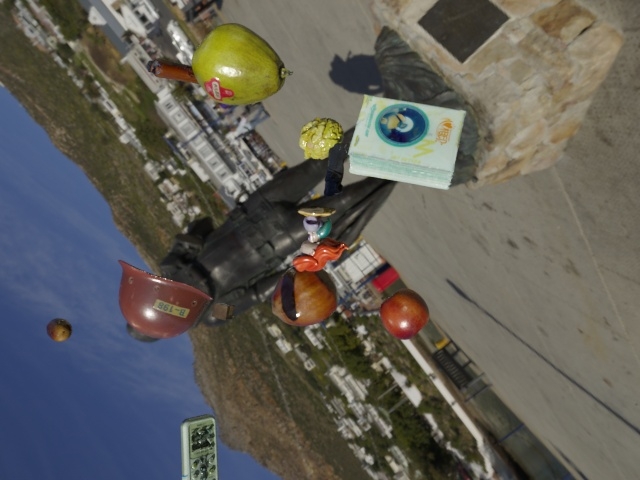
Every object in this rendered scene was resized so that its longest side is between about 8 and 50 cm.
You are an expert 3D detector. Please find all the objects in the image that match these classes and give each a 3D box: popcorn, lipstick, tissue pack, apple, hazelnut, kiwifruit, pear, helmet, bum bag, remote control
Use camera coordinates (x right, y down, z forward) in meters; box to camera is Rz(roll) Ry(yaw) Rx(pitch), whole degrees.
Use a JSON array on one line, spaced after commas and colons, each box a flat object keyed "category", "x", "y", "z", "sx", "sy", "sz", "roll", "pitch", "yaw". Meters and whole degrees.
[{"category": "popcorn", "x": -0.002, "y": -0.553, "z": 2.499, "sx": 0.212, "sy": 0.259, "sz": 0.259, "roll": 58, "pitch": 177, "yaw": -39}, {"category": "lipstick", "x": -0.482, "y": -0.653, "z": 1.848, "sx": 0.418, "sy": 0.077, "sz": 0.077, "roll": -8, "pitch": -128, "yaw": -46}, {"category": "tissue pack", "x": 0.321, "y": -0.371, "z": 1.747, "sx": 0.388, "sy": 0.287, "sz": 0.162, "roll": 12, "pitch": 160, "yaw": 11}, {"category": "apple", "x": 0.378, "y": 0.332, "z": 2.093, "sx": 0.201, "sy": 0.218, "sz": 0.218, "roll": 52, "pitch": 180, "yaw": 17}, {"category": "hazelnut", "x": -0.089, "y": 0.290, "z": 2.517, "sx": 0.366, "sy": 0.366, "sz": 0.366, "roll": 53, "pitch": 180, "yaw": 0}, {"category": "kiwifruit", "x": -0.907, "y": 0.310, "z": 1.619, "sx": 0.124, "sy": 0.075, "sz": 0.075, "roll": 2, "pitch": 138, "yaw": 48}, {"category": "pear", "x": -0.282, "y": -0.639, "z": 1.730, "sx": 0.375, "sy": 0.287, "sz": 0.287, "roll": 10, "pitch": 171, "yaw": 9}, {"category": "helmet", "x": -0.629, "y": 0.251, "z": 1.785, "sx": 0.385, "sy": 0.230, "sz": 0.337, "roll": 28, "pitch": 164, "yaw": -34}, {"category": "bum bag", "x": 0.069, "y": -0.315, "z": 2.072, "sx": 0.060, "sy": 0.248, "sz": 0.123, "roll": 21, "pitch": 166, "yaw": -34}, {"category": "remote control", "x": -0.417, "y": 0.781, "z": 1.604, "sx": 0.128, "sy": 0.065, "sz": 0.335, "roll": 5, "pitch": -103, "yaw": -42}]

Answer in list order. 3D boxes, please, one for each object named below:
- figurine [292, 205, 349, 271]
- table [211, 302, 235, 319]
[{"category": "figurine", "x": -0.004, "y": 0.002, "z": 1.860, "sx": 0.181, "sy": 0.208, "sz": 0.257, "roll": 26, "pitch": 119, "yaw": 59}, {"category": "table", "x": -0.484, "y": 0.356, "z": 2.344, "sx": 0.083, "sy": 0.070, "sz": 0.082, "roll": 9, "pitch": 179, "yaw": 25}]
